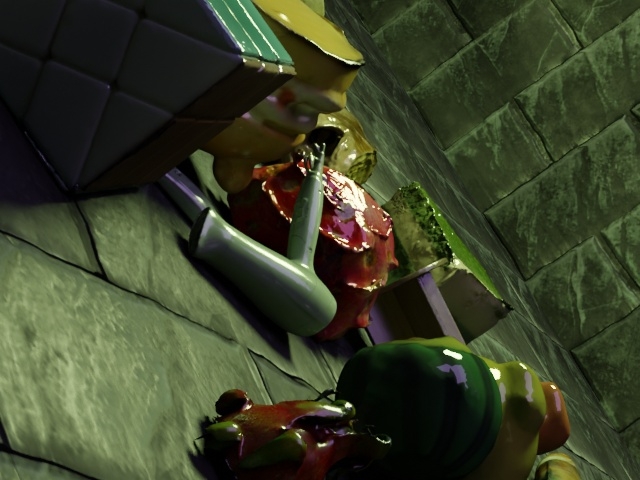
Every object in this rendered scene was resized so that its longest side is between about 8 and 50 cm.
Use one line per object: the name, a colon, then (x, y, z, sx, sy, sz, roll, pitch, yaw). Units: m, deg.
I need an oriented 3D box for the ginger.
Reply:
ginger: (-0.012, -0.155, 2.232, 0.221, 0.130, 0.275, 47, 11, 17)

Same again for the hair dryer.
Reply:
hair dryer: (-0.046, -0.030, 1.666, 0.206, 0.075, 0.237, 40, 54, -33)

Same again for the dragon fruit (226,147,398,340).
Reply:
dragon fruit: (0.004, 0.000, 1.776, 0.274, 0.161, 0.126, 53, 10, -13)

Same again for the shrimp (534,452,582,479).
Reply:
shrimp: (0.414, 0.467, 2.260, 0.272, 0.085, 0.445, 62, 10, 13)

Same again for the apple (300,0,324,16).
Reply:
apple: (-0.114, -0.307, 1.977, 0.258, 0.233, 0.295, 60, -9, 22)

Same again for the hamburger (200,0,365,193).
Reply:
hamburger: (-0.112, -0.209, 1.733, 0.276, 0.237, 0.276, 34, 17, -12)

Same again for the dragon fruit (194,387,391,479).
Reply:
dragon fruit: (-0.027, 0.190, 1.313, 0.142, 0.175, 0.138, 120, -51, -70)

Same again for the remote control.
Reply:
remote control: (-0.175, -0.078, 1.633, 0.184, 0.027, 0.050, 49, 13, -17)

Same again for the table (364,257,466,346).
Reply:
table: (0.144, 0.160, 1.929, 0.227, 0.167, 0.167, 64, 13, 3)

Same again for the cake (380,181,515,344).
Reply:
cake: (0.145, 0.029, 2.234, 0.283, 0.158, 0.172, 58, 14, 25)

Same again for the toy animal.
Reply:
toy animal: (0.149, 0.221, 1.657, 0.338, 0.216, 0.191, 30, 53, -55)

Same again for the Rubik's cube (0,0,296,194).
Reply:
Rubik's cube: (-0.192, -0.199, 1.440, 0.231, 0.221, 0.224, 55, 13, 4)
